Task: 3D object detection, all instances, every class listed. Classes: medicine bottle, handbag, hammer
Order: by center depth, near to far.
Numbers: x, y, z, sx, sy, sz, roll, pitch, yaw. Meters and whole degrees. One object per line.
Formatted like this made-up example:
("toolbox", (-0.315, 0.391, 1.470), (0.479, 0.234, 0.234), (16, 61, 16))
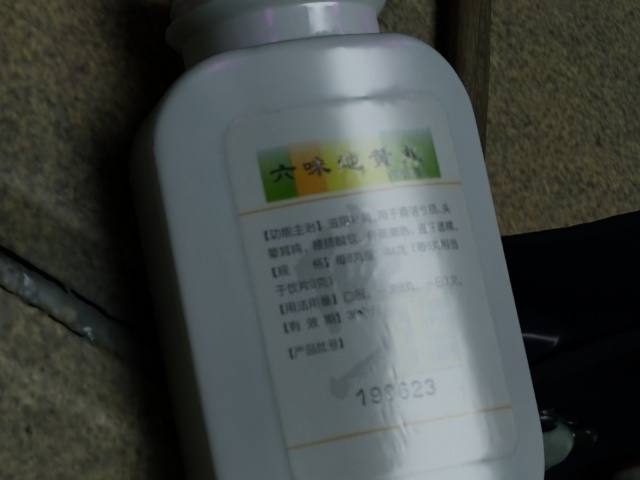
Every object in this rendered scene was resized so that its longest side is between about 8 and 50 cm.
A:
("medicine bottle", (0.000, 0.000, 1.036), (0.179, 0.124, 0.324), (-9, 82, -17))
("handbag", (0.241, 0.075, 1.153), (0.303, 0.329, 0.122), (22, 62, -43))
("hammer", (0.099, -0.185, 1.319), (0.111, 0.043, 0.365), (27, 57, -42))
